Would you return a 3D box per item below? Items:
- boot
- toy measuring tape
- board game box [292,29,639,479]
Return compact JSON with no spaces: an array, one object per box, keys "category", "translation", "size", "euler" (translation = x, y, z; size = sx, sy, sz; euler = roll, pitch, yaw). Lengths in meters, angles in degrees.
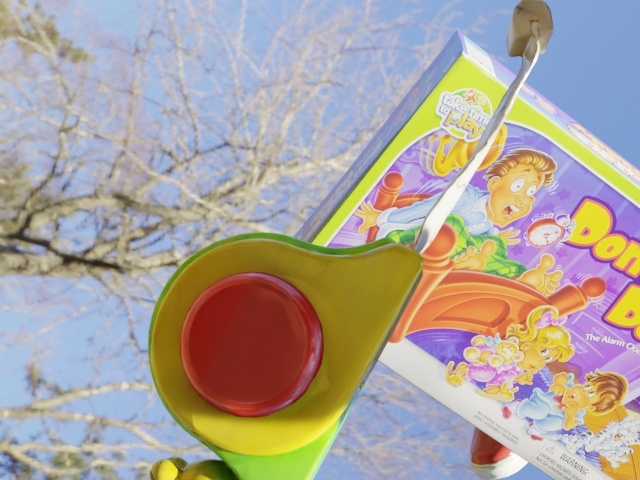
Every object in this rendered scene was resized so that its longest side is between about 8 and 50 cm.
[{"category":"boot","translation":[0.211,0.158,1.158],"size":[0.088,0.176,0.244],"euler":[-15,-158,31]},{"category":"toy measuring tape","translation":[0.000,0.000,0.497],"size":[0.121,0.121,0.330],"euler":[23,-98,48]},{"category":"board game box","translation":[0.171,0.036,0.750],"size":[0.233,0.347,0.078],"euler":[-51,-169,22]}]
